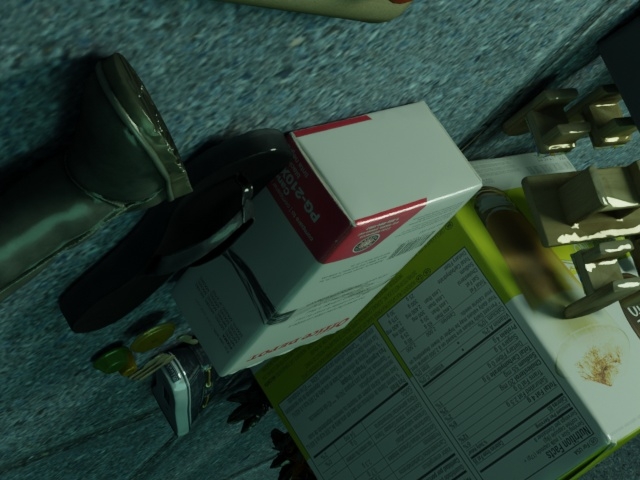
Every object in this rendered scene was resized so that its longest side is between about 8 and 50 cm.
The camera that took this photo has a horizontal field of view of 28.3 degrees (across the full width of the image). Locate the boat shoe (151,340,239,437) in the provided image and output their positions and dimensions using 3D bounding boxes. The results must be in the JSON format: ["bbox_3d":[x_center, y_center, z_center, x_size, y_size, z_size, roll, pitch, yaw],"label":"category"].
[{"bbox_3d":[-0.133,0.157,1.379,0.083,0.065,0.183,-27,162,-18],"label":"boat shoe"}]

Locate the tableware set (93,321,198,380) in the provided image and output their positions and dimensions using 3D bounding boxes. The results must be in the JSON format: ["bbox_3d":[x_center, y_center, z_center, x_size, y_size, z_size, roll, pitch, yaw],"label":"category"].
[{"bbox_3d":[-0.144,0.084,1.226,0.154,0.024,0.104,-35,161,9],"label":"tableware set"}]

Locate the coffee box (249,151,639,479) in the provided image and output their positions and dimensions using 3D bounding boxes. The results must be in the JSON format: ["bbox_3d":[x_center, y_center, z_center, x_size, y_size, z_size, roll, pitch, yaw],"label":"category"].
[{"bbox_3d":[0.184,0.136,1.443,0.338,0.334,0.337,-43,162,32],"label":"coffee box"}]

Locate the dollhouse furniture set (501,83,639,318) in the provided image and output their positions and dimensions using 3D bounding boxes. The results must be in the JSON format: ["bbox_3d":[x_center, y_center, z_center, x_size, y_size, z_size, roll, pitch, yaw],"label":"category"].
[{"bbox_3d":[0.305,-0.034,1.332,0.242,0.212,0.161,-7,162,-30],"label":"dollhouse furniture set"}]

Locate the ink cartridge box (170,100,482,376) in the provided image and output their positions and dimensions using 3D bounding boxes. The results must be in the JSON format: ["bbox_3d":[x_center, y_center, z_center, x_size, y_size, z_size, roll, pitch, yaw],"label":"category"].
[{"bbox_3d":[0.000,0.000,1.107,0.172,0.100,0.237,-18,157,-44],"label":"ink cartridge box"}]

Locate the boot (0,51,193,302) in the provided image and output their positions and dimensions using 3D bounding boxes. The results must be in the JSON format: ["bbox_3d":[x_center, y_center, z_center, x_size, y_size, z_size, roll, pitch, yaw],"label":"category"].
[{"bbox_3d":[-0.185,-0.017,0.773,0.208,0.076,0.190,-25,162,-5],"label":"boot"}]

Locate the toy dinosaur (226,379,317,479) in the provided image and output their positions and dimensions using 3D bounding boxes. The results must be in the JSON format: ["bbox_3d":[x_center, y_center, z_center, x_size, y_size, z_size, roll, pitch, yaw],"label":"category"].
[{"bbox_3d":[0.022,0.243,1.627,0.218,0.164,0.322,-7,-164,40],"label":"toy dinosaur"}]

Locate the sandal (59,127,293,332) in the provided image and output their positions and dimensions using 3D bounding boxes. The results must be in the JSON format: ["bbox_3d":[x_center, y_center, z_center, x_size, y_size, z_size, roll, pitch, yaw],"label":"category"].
[{"bbox_3d":[-0.103,0.002,0.993,0.254,0.054,0.097,-43,162,31],"label":"sandal"}]

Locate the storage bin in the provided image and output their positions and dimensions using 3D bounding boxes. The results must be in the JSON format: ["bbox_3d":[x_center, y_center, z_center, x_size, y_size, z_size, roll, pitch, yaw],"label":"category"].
[{"bbox_3d":[0.335,-0.165,1.239,0.091,0.135,0.098,-29,167,22],"label":"storage bin"}]

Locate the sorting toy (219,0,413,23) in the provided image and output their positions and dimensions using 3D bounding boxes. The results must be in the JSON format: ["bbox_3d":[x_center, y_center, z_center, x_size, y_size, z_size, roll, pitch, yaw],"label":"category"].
[{"bbox_3d":[0.031,-0.197,0.685,0.229,0.041,0.307,-42,162,28],"label":"sorting toy"}]
